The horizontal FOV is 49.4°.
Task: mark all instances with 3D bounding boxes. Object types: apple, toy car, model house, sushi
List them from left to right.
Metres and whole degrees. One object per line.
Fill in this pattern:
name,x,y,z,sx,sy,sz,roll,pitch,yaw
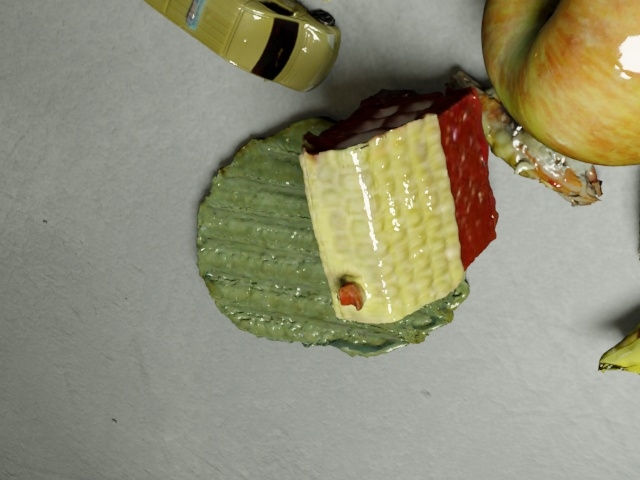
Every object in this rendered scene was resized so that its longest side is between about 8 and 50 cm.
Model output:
toy car,-0.103,-0.285,0.884,0.256,0.124,0.101,37,125,9
model house,0.075,-0.042,0.743,0.160,0.254,0.196,-2,114,30
sushi,0.240,-0.125,0.799,0.226,0.097,0.103,37,124,8
apple,0.289,-0.198,0.644,0.264,0.264,0.264,11,117,22

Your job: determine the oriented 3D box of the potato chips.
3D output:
potato chips,0.000,0.000,0.994,0.429,0.070,0.359,9,115,22

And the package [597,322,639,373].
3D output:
package,0.445,0.099,0.787,0.168,0.090,0.226,19,123,-17

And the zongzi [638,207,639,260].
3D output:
zongzi,0.392,-0.008,0.733,0.078,0.176,0.160,-8,113,8
